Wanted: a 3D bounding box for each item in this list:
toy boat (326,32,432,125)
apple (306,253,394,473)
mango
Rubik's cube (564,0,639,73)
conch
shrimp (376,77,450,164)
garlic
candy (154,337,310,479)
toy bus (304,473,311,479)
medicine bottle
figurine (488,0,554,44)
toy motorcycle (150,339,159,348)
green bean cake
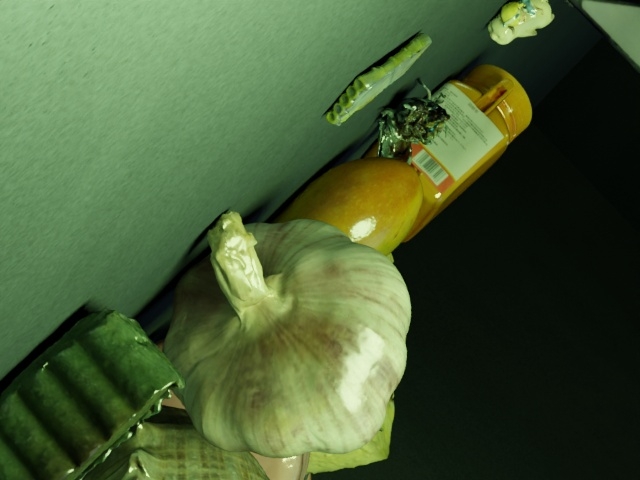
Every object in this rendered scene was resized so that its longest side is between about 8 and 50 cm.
[{"bbox_3d":[0.052,-0.143,1.543,0.115,0.016,0.063,-40,175,-47],"label":"toy boat"},{"bbox_3d":[-0.011,0.122,2.118,0.314,0.252,0.309,123,-22,-43],"label":"apple"},{"bbox_3d":[0.000,0.000,1.880,0.253,0.113,0.138,-37,-179,5],"label":"mango"},{"bbox_3d":[0.523,-0.346,2.075,0.307,0.310,0.305,-40,172,-35],"label":"Rubik's cube"},{"bbox_3d":[-0.175,0.255,1.766,0.352,0.210,0.297,-1,160,-29],"label":"conch"},{"bbox_3d":[0.090,-0.130,1.879,0.082,0.076,0.174,0,169,-12],"label":"shrimp"},{"bbox_3d":[-0.045,0.062,1.621,0.245,0.245,0.253,-42,144,-13],"label":"garlic"},{"bbox_3d":[-0.129,0.228,1.913,0.255,0.255,0.094,-44,178,11],"label":"candy"},{"bbox_3d":[-0.130,0.272,2.340,0.232,0.287,0.194,-63,169,23],"label":"toy bus"},{"bbox_3d":[0.153,-0.116,2.145,0.222,0.112,0.149,-41,175,-29],"label":"medicine bottle"},{"bbox_3d":[0.226,-0.256,1.950,0.083,0.047,0.050,-35,159,-19],"label":"figurine"},{"bbox_3d":[-0.230,0.162,1.608,0.205,0.076,0.114,-44,169,0],"label":"toy motorcycle"},{"bbox_3d":[-0.200,0.137,1.411,0.173,0.094,0.181,-43,177,-2],"label":"green bean cake"}]
